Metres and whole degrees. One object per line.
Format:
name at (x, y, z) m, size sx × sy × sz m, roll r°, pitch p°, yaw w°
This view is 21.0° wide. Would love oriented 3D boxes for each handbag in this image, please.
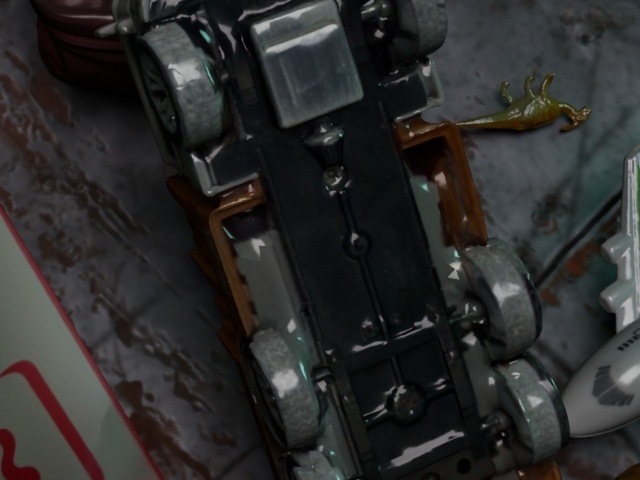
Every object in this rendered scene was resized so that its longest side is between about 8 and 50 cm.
handbag at (-0.126, -0.218, 1.197) m, size 0.146 × 0.135 × 0.225 m, roll 7°, pitch 71°, yaw -2°

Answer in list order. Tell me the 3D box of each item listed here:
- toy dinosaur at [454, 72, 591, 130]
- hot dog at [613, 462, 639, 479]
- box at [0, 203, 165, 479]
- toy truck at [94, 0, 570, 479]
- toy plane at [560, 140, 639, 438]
toy dinosaur at (0.145, -0.100, 1.253) m, size 0.113 × 0.026 × 0.041 m, roll -2°, pitch 88°, yaw -18°
hot dog at (0.249, 0.188, 1.050) m, size 0.272 × 0.196 × 0.122 m, roll -23°, pitch 36°, yaw -21°
box at (-0.308, 0.113, 0.910) m, size 0.314 × 0.312 × 0.300 m, roll 27°, pitch 64°, yaw 33°
toy truck at (0.000, 0.000, 1.037) m, size 0.173 × 0.207 × 0.387 m, roll -22°, pitch 106°, yaw -15°
toy plane at (0.257, 0.061, 1.179) m, size 0.255 × 0.101 × 0.251 m, roll -35°, pitch 80°, yaw -14°
